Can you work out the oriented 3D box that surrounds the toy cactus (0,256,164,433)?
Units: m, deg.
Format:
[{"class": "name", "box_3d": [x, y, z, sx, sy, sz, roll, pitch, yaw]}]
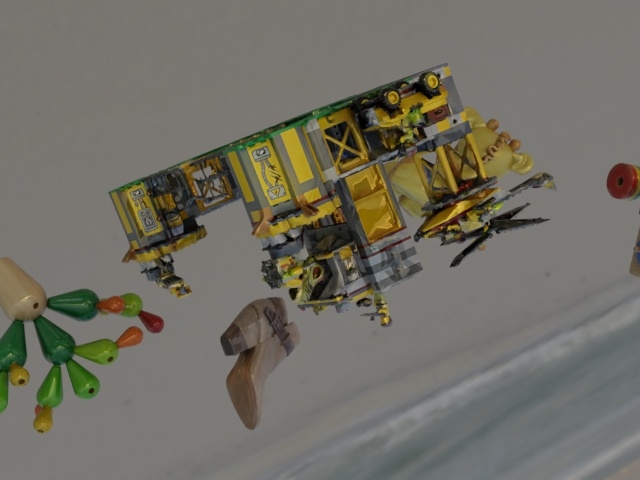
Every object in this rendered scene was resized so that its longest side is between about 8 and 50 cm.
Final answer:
[{"class": "toy cactus", "box_3d": [-0.296, 0.098, 1.369, 0.219, 0.180, 0.112, -37, 174, -22]}]

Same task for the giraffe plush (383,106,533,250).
[{"class": "giraffe plush", "box_3d": [0.213, -0.103, 1.887, 0.170, 0.181, 0.210, -52, -152, -8]}]

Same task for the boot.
[{"class": "boot", "box_3d": [-0.054, 0.117, 1.244, 0.042, 0.118, 0.087, 7, -154, 43]}]

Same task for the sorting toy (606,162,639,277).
[{"class": "sorting toy", "box_3d": [0.424, -0.008, 1.477, 0.046, 0.274, 0.132, 7, 99, -33]}]

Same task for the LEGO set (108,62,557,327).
[{"class": "LEGO set", "box_3d": [0.000, 0.000, 0.987, 0.255, 0.192, 0.331, -26, -172, -38]}]
